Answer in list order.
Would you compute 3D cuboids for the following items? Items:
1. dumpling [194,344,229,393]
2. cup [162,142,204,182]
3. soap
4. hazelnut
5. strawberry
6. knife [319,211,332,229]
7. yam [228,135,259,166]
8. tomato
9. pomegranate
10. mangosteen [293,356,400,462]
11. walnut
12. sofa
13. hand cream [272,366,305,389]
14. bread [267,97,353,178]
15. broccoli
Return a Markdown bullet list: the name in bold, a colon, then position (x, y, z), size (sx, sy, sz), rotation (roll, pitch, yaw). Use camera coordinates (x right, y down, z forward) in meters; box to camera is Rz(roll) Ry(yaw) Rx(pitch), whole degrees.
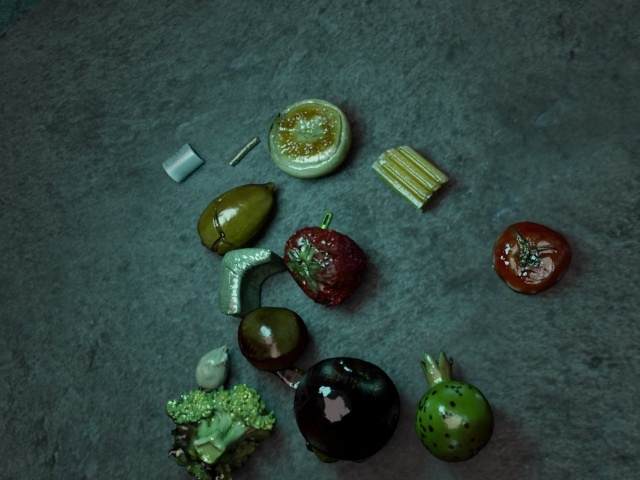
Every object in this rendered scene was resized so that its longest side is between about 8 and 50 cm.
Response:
- **dumpling**: position (-0.362, 0.432, 1.687), size (0.118, 0.136, 0.199), rotation (35, 113, -13)
- **cup**: position (-0.540, -0.313, 1.927), size (0.133, 0.099, 0.136), rotation (-38, 70, 6)
- **soap**: position (0.298, -0.218, 1.665), size (0.140, 0.073, 0.232), rotation (-46, 69, 1)
- **hazelnut**: position (-0.158, 0.321, 1.605), size (0.229, 0.229, 0.230), rotation (-4, 76, 16)
- **strawberry**: position (0.026, 0.071, 1.614), size (0.274, 0.220, 0.274), rotation (21, 122, 38)
- **knife**: position (0.000, 0.000, 1.733), size (0.054, 0.015, 0.212), rotation (20, 84, 20)
- **yam**: position (-0.292, -0.340, 1.895), size (0.145, 0.032, 0.032), rotation (-44, 69, 2)
- **tomato**: position (0.631, 0.048, 1.489), size (0.227, 0.101, 0.228), rotation (-4, 79, 18)
- **pomegranate**: position (0.367, 0.486, 1.428), size (0.230, 0.231, 0.286), rotation (-30, 29, 8)
- **mangosteen**: position (0.074, 0.495, 1.446), size (0.329, 0.330, 0.331), rotation (-4, 76, 16)
- **walnut**: position (-0.284, -0.092, 1.749), size (0.336, 0.209, 0.209), rotation (-45, 69, -6)
- **sofa**: position (-0.219, 0.152, 1.665), size (0.175, 0.210, 0.226), rotation (-1, 73, 15)
- **hand cream**: position (-0.091, 0.452, 1.642), size (0.163, 0.039, 0.062), rotation (20, 67, 18)
- **bread**: position (-0.033, -0.352, 1.752), size (0.305, 0.158, 0.306), rotation (-3, 80, 15)
- **broccoli**: position (-0.307, 0.610, 1.532), size (0.347, 0.281, 0.294), rotation (-8, 84, 5)
